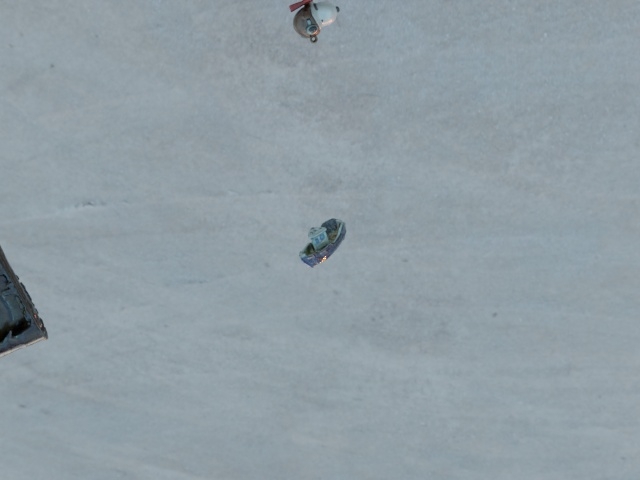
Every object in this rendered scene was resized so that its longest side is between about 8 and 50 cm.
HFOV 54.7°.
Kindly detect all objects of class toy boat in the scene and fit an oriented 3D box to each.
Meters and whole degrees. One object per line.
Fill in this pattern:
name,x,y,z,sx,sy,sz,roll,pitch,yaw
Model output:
toy boat,0.000,0.000,0.695,0.038,0.083,0.038,19,133,21

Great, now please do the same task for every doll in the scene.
doll,-0.017,-0.271,0.700,0.085,0.058,0.040,51,169,-19

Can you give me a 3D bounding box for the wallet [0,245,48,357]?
wallet,-0.308,0.058,0.362,0.133,0.243,0.039,68,163,-12
